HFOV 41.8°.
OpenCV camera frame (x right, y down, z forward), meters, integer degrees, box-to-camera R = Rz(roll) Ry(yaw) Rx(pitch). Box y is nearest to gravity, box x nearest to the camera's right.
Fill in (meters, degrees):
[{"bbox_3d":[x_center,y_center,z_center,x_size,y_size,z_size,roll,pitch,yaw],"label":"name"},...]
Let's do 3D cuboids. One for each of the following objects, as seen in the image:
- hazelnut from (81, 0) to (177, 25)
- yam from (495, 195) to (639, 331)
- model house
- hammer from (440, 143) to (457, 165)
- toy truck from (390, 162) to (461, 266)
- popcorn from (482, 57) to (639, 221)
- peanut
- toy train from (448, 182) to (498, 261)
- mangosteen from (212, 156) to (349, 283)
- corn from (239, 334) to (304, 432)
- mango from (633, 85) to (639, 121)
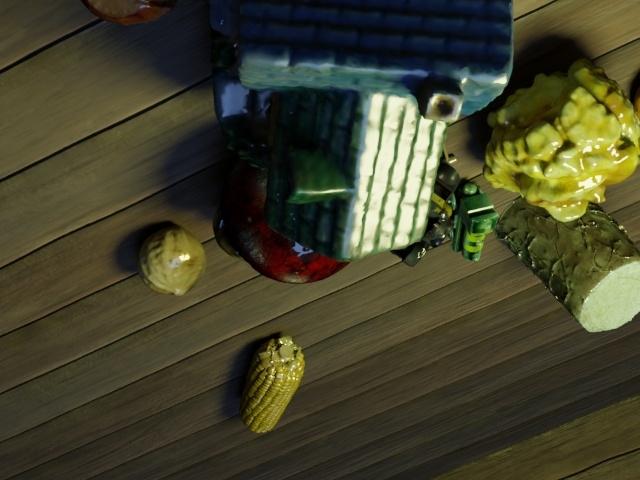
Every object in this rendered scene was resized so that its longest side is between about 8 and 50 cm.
[{"bbox_3d":[-0.266,-0.371,1.176,0.154,0.143,0.143,-21,145,16],"label":"hazelnut"},{"bbox_3d":[0.592,0.030,1.950,0.241,0.348,0.240,-17,136,-17],"label":"yam"},{"bbox_3d":[0.023,-0.219,1.149,0.396,0.399,0.445,4,126,-9],"label":"model house"},{"bbox_3d":[0.257,-0.193,1.740,0.036,0.019,0.110,-22,142,4],"label":"hammer"},{"bbox_3d":[0.207,-0.062,1.787,0.147,0.165,0.224,37,148,1],"label":"toy truck"},{"bbox_3d":[0.465,-0.200,1.622,0.279,0.274,0.335,-58,180,1],"label":"popcorn"},{"bbox_3d":[-0.304,0.041,1.721,0.141,0.109,0.159,-7,133,-34],"label":"peanut"},{"bbox_3d":[0.336,-0.035,1.889,0.083,0.132,0.200,-14,142,-6],"label":"toy train"},{"bbox_3d":[-0.055,-0.059,1.561,0.312,0.311,0.311,-12,144,-9],"label":"mangosteen"},{"bbox_3d":[-0.138,0.396,2.244,0.144,0.143,0.387,-2,140,-22],"label":"corn"},{"bbox_3d":[0.762,-0.270,1.778,0.177,0.120,0.295,-32,143,20],"label":"mango"}]
